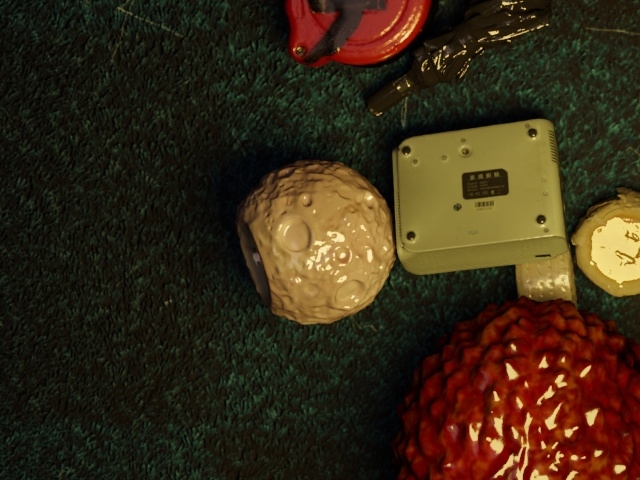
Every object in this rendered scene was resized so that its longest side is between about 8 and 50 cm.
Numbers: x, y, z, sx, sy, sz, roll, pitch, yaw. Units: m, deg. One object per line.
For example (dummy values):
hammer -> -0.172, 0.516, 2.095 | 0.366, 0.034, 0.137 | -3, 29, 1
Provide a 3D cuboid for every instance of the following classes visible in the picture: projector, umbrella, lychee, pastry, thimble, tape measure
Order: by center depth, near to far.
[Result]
lychee -> 0.305, 0.329, 1.793 | 0.425, 0.424, 0.499 | 6, 96, 13
projector -> 0.240, -0.068, 1.883 | 0.251, 0.108, 0.198 | -7, 67, 15
pastry -> 0.465, 0.005, 1.886 | 0.166, 0.088, 0.165 | 1, 98, 10
umbrella -> 0.206, -0.299, 1.914 | 0.340, 0.118, 0.118 | -35, 88, 24
thimble -> 0.346, 0.062, 1.914 | 0.090, 0.102, 0.115 | -7, 66, 15
tape measure -> 0.055, -0.393, 1.924 | 0.261, 0.114, 0.253 | -3, 96, 14

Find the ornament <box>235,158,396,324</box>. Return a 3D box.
ornament -> 0.000, 0.000, 1.912 | 0.225, 0.259, 0.259 | -20, 92, -14
